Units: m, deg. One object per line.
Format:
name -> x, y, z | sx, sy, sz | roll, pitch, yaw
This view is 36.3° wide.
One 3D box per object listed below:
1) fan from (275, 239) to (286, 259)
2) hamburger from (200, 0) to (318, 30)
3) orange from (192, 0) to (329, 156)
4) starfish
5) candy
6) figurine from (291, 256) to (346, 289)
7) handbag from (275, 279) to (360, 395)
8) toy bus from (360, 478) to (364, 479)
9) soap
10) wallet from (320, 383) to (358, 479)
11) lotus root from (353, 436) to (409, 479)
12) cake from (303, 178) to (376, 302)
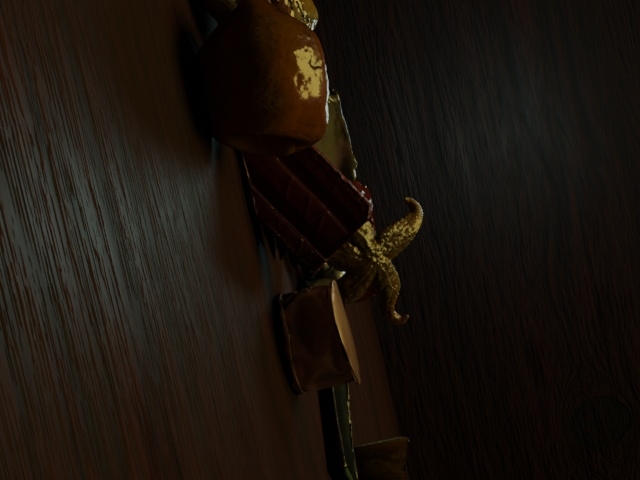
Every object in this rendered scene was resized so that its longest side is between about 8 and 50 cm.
fan -> -0.055, -0.072, 1.783 | 0.132, 0.009, 0.220 | -105, -154, -47
hamburger -> -0.116, -0.421, 1.640 | 0.243, 0.146, 0.286 | 60, 17, 12
orange -> -0.095, -0.243, 1.445 | 0.249, 0.183, 0.248 | 171, -90, -78
starfish -> 0.087, 0.032, 1.974 | 0.094, 0.327, 0.375 | 35, -28, 60
candy -> -0.037, -0.206, 1.843 | 0.185, 0.137, 0.195 | 37, -28, 50
figurine -> 0.000, 0.000, 2.032 | 0.145, 0.145, 0.222 | -81, 159, -73
handbag -> -0.006, 0.172, 1.707 | 0.179, 0.117, 0.205 | -94, 169, -54
toy bus -> 0.126, 0.608, 2.283 | 0.235, 0.074, 0.096 | -44, 113, -83
soap -> -0.040, -0.086, 1.671 | 0.250, 0.162, 0.099 | 47, 13, -1
wallet -> 0.034, 0.357, 2.035 | 0.172, 0.045, 0.317 | 64, 16, -55
lotus root -> 0.135, 0.510, 2.263 | 0.159, 0.135, 0.095 | 95, -14, -69
cake -> 0.039, -0.001, 2.194 | 0.151, 0.177, 0.282 | -86, 168, -72
